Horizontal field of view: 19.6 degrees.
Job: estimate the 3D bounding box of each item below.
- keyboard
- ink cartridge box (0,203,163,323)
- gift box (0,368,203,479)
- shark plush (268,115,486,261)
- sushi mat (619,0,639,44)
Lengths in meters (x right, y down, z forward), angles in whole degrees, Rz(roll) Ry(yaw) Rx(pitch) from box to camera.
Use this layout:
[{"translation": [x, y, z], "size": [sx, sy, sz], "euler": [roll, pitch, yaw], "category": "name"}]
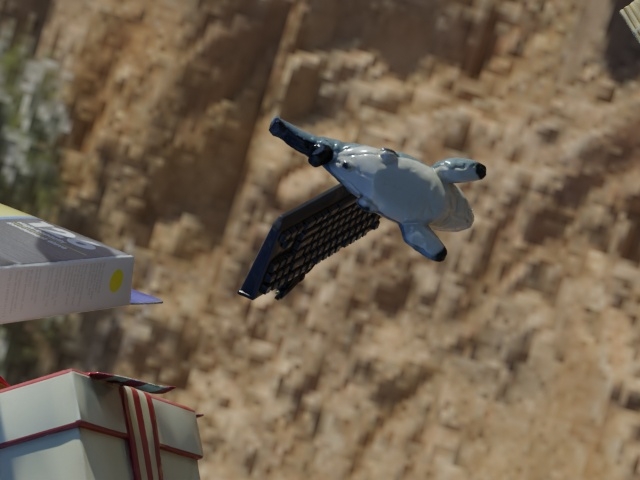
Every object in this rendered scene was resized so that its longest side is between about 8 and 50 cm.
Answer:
[{"translation": [0.000, 0.000, 1.469], "size": [0.180, 0.023, 0.108], "euler": [-29, -27, -51], "category": "keyboard"}, {"translation": [-0.340, -0.006, 1.757], "size": [0.307, 0.304, 0.072], "euler": [-9, -64, -65], "category": "ink cartridge box"}, {"translation": [-0.211, 0.237, 1.539], "size": [0.255, 0.276, 0.258], "euler": [40, -144, -68], "category": "gift box"}, {"translation": [0.035, -0.036, 1.274], "size": [0.067, 0.161, 0.073], "euler": [-146, 69, -73], "category": "shark plush"}, {"translation": [0.406, -0.114, 1.638], "size": [0.316, 0.151, 0.019], "euler": [61, -178, 13], "category": "sushi mat"}]
